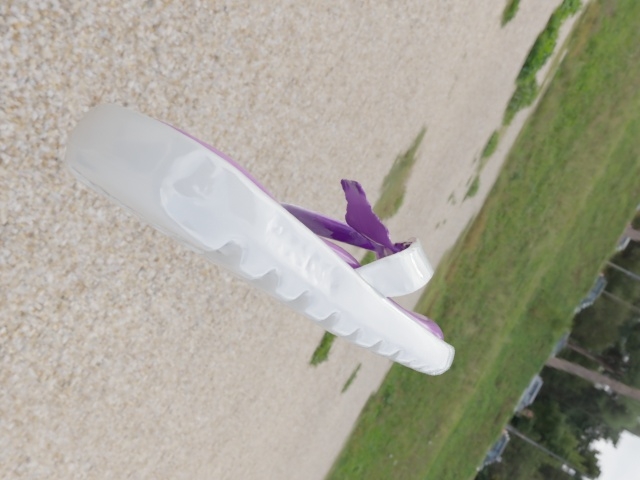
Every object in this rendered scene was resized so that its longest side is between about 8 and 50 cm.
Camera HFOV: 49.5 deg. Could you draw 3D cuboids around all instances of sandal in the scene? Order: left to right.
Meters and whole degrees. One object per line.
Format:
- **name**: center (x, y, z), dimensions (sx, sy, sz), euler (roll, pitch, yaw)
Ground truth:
- **sandal**: center (0.012, 0.006, 0.482), dimensions (0.102, 0.169, 0.416), euler (-60, 151, -4)
